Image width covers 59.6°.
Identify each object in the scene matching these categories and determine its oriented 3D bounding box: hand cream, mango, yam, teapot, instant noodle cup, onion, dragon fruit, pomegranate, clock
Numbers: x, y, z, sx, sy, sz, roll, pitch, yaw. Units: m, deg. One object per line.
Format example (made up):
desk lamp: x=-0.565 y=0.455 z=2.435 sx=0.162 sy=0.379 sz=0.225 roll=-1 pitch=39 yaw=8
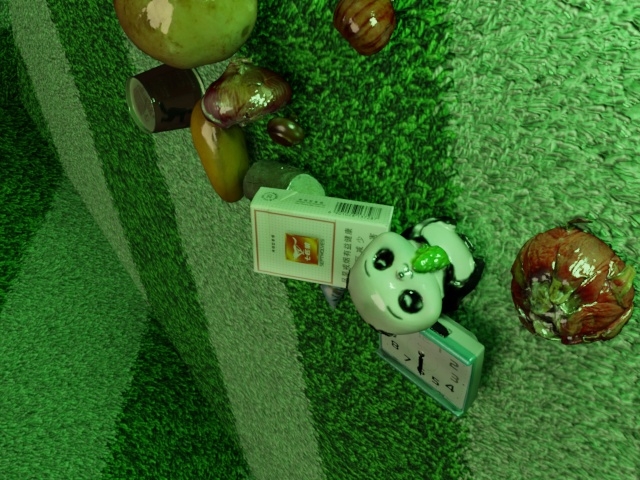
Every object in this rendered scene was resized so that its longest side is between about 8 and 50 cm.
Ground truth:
hand cream: x=0.055 y=0.118 z=1.561 sx=0.088 sy=0.055 sz=0.256 roll=57 pitch=153 yaw=15
mango: x=-0.290 y=-0.260 z=1.664 sx=0.187 sy=0.143 sz=0.360 roll=47 pitch=154 yaw=50
yam: x=-0.100 y=-0.133 z=1.500 sx=0.254 sy=0.153 sz=0.154 roll=31 pitch=136 yaw=44
teapot: x=-0.087 y=-0.290 z=1.436 sx=0.098 sy=0.078 sz=0.129 roll=29 pitch=172 yaw=-23
instant noodle cup: x=-0.490 y=-0.447 z=1.761 sx=0.234 sy=0.178 sz=0.235 roll=30 pitch=133 yaw=38
onion: x=-0.191 y=-0.369 z=1.374 sx=0.229 sy=0.230 sz=0.164 roll=6 pitch=124 yaw=51
dragon fruit: x=0.411 y=0.100 z=0.970 sx=0.219 sy=0.148 sz=0.224 roll=54 pitch=145 yaw=14
pomegranate: x=-0.307 y=-0.566 z=1.336 sx=0.338 sy=0.338 sz=0.339 roll=32 pitch=137 yaw=37
clock: x=0.257 y=0.242 z=1.288 sx=0.262 sy=0.116 sz=0.231 roll=33 pitch=145 yaw=35

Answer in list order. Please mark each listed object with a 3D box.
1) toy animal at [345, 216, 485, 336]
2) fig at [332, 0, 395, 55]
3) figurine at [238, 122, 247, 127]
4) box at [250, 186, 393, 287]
toy animal: x=0.192 y=0.072 z=1.148 sx=0.212 sy=0.266 sz=0.213 roll=28 pitch=129 yaw=41
fig: x=0.090 y=-0.429 z=1.069 sx=0.128 sy=0.151 sz=0.128 roll=25 pitch=163 yaw=8
figurine: x=-0.199 y=-0.364 z=1.551 sx=0.129 sy=0.054 sz=0.072 roll=-11 pitch=119 yaw=48
box: x=0.000 y=0.000 z=1.356 sx=0.329 sy=0.095 sz=0.210 roll=8 pitch=127 yaw=9
